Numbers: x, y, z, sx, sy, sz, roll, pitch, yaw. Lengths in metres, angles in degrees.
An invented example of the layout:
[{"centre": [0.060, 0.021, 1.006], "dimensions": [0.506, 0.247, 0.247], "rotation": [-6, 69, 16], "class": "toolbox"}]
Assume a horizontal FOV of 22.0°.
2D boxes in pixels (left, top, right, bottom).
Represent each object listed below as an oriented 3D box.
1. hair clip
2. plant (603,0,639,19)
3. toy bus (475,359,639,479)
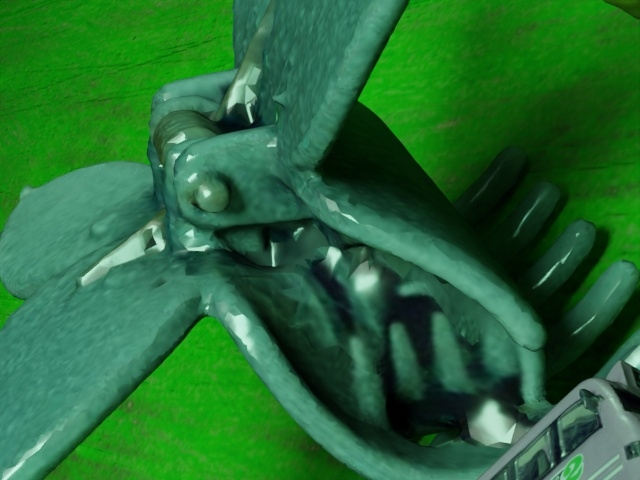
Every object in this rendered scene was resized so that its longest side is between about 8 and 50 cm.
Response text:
[{"centre": [0.000, 0.000, 0.844], "dimensions": [0.392, 0.238, 0.318], "rotation": [-53, 21, 9], "class": "hair clip"}, {"centre": [0.171, -0.091, 0.595], "dimensions": [0.251, 0.333, 0.180], "rotation": [-49, 11, 45], "class": "plant"}, {"centre": [0.099, 0.149, 0.707], "dimensions": [0.199, 0.096, 0.108], "rotation": [-48, 24, 26], "class": "toy bus"}]
